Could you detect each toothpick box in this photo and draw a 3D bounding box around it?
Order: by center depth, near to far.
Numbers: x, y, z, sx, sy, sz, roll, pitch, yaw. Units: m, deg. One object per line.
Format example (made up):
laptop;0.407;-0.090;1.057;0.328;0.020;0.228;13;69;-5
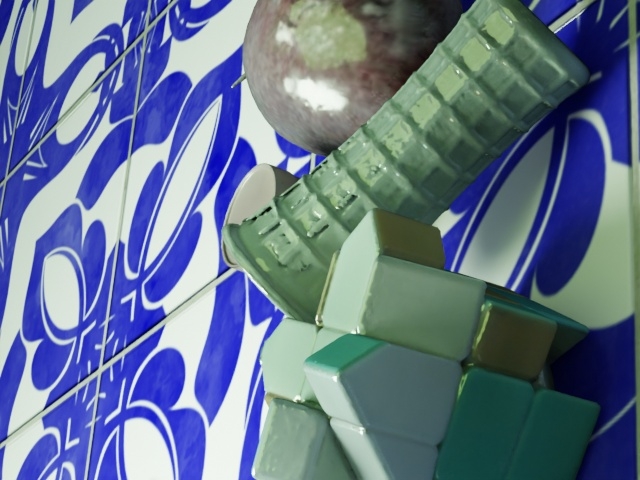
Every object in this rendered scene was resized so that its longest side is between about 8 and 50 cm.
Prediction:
toothpick box;0.000;0.000;1.583;0.098;0.149;0.098;-43;37;45

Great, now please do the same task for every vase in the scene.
vase;0.072;-0.065;1.428;0.299;0.143;0.143;-46;31;10

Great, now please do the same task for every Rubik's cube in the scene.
Rubik's cube;0.058;0.120;1.311;0.224;0.213;0.265;25;98;64

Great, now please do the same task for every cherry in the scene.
cherry;0.032;-0.176;1.607;0.266;0.183;0.213;29;109;49
